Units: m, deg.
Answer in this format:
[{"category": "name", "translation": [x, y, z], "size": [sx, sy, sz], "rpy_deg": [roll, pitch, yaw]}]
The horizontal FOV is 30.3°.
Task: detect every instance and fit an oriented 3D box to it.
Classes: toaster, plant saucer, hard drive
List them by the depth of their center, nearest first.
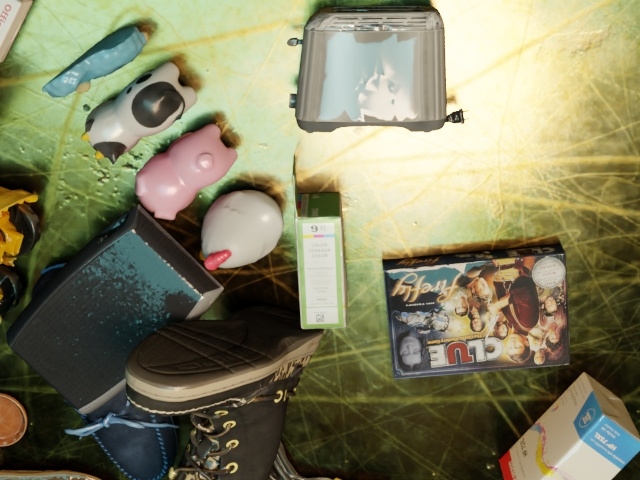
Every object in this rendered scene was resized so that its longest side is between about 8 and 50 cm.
[{"category": "toaster", "translation": [0.073, -0.212, 1.459], "size": [0.227, 0.129, 0.146], "rpy_deg": [0, 107, 3]}, {"category": "hard drive", "translation": [-0.266, 0.096, 1.497], "size": [0.255, 0.054, 0.172], "rpy_deg": [-42, 99, 14]}, {"category": "plant saucer", "translation": [-0.462, 0.256, 1.695], "size": [0.084, 0.013, 0.083], "rpy_deg": [1, 109, 2]}]

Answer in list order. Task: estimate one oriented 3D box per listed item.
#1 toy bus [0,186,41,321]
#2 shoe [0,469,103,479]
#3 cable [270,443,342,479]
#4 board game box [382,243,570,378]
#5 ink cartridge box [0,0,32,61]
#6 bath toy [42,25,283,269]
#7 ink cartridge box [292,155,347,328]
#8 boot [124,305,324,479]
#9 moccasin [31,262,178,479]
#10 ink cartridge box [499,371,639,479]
[{"category": "toy bus", "translation": [-0.503, 0.013, 1.554], "size": [0.211, 0.149, 0.220], "rpy_deg": [23, 111, 8]}, {"category": "shoe", "translation": [-0.396, 0.369, 1.716], "size": [0.219, 0.058, 0.076], "rpy_deg": [10, 78, -6]}, {"category": "cable", "translation": [-0.023, 0.358, 1.711], "size": [0.287, 0.072, 0.139], "rpy_deg": [36, 116, 3]}, {"category": "board game box", "translation": [0.213, 0.098, 1.607], "size": [0.243, 0.042, 0.165], "rpy_deg": [-6, 109, 4]}, {"category": "ink cartridge box", "translation": [-0.446, -0.294, 1.482], "size": [0.135, 0.056, 0.099], "rpy_deg": [29, 107, -8]}, {"category": "bath toy", "translation": [-0.195, -0.096, 1.508], "size": [0.151, 0.129, 0.348], "rpy_deg": [-25, 109, 45]}, {"category": "ink cartridge box", "translation": [0.000, 0.000, 1.544], "size": [0.062, 0.109, 0.209], "rpy_deg": [-3, 109, 2]}, {"category": "boot", "translation": [-0.138, 0.243, 1.492], "size": [0.138, 0.377, 0.284], "rpy_deg": [21, 104, 19]}, {"category": "moccasin", "translation": [-0.312, 0.201, 1.617], "size": [0.138, 0.117, 0.342], "rpy_deg": [-26, 106, 10]}, {"category": "ink cartridge box", "translation": [0.326, 0.310, 1.629], "size": [0.078, 0.134, 0.231], "rpy_deg": [37, 105, -11]}]
